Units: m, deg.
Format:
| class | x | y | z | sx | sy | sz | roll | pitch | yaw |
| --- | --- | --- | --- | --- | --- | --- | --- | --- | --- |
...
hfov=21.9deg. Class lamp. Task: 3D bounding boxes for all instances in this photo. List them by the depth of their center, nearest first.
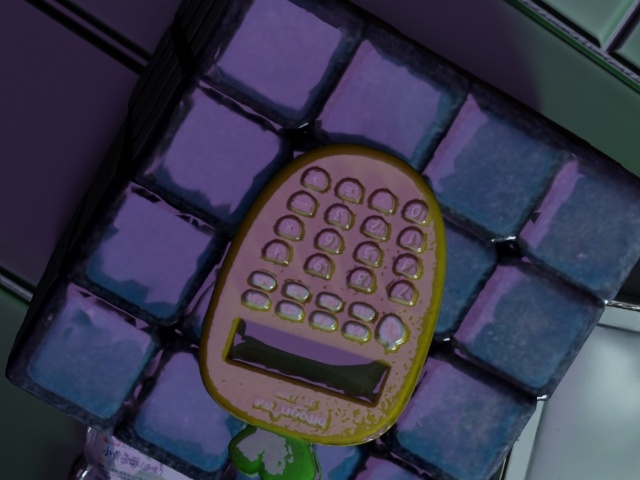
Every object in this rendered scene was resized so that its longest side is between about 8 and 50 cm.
| class | x | y | z | sx | sy | sz | roll | pitch | yaw |
| --- | --- | --- | --- | --- | --- | --- | --- | --- | --- |
| lamp | 0.291 | 0.188 | 1.469 | 0.267 | 0.047 | 0.269 | 12 | 101 | -6 |

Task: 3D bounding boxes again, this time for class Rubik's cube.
| class | x | y | z | sx | sy | sz | roll | pitch | yaw |
| --- | --- | --- | --- | --- | --- | --- | --- | --- | --- |
| Rubik's cube | 0.000 | 0.000 | 1.253 | 0.344 | 0.344 | 0.337 | 28 | 99 | -10 |

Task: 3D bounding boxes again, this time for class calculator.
| class | x | y | z | sx | sy | sz | roll | pitch | yaw |
| --- | --- | --- | --- | --- | --- | --- | --- | --- | --- |
| calculator | 0.000 | 0.052 | 1.074 | 0.146 | 0.032 | 0.234 | 18 | 99 | -9 |

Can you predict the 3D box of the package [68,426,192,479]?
| class | x | y | z | sx | sy | sz | roll | pitch | yaw |
| --- | --- | --- | --- | --- | --- | --- | --- | --- | --- |
| package | -0.137 | 0.228 | 1.455 | 0.171 | 0.027 | 0.173 | 18 | 99 | -5 |
